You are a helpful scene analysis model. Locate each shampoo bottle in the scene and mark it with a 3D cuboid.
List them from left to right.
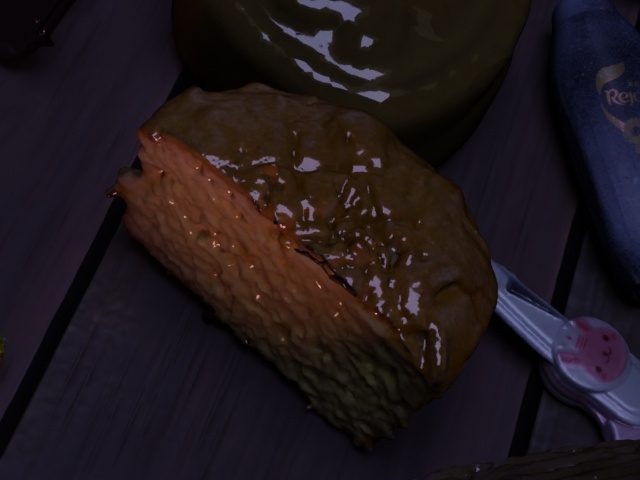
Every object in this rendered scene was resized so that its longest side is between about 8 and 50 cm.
[{"bbox_3d":[0.209,-0.067,1.007,0.087,0.049,0.233,-2,58,-17],"label":"shampoo bottle"}]

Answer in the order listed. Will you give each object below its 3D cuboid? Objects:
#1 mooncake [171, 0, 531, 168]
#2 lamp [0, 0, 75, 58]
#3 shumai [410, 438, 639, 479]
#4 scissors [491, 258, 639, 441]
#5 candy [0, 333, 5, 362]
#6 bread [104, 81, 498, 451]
[{"bbox_3d":[0.023,-0.147,0.978,0.235,0.117,0.234,8,54,-11],"label":"mooncake"},{"bbox_3d":[-0.145,-0.273,0.975,0.124,0.203,0.283,33,50,-14],"label":"lamp"},{"bbox_3d":[0.123,0.259,0.740,0.346,0.217,0.283,-18,94,-12],"label":"shumai"},{"bbox_3d":[0.163,0.078,0.913,0.242,0.030,0.118,40,58,9],"label":"scissors"},{"bbox_3d":[-0.214,0.031,0.860,0.035,0.035,0.123,-9,51,-30],"label":"candy"},{"bbox_3d":[0.000,0.000,0.869,0.229,0.143,0.139,43,48,9],"label":"bread"}]
